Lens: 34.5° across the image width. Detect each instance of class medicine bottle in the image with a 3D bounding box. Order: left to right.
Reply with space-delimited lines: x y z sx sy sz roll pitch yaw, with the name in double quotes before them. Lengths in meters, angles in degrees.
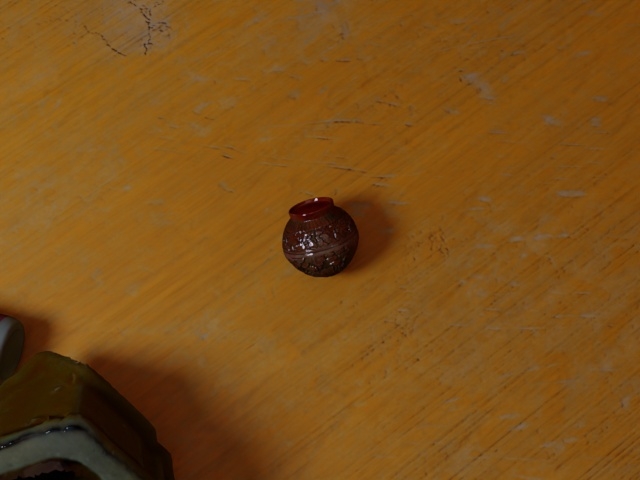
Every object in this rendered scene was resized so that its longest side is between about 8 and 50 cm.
"medicine bottle" -0.485 0.114 1.278 0.217 0.090 0.090 14 73 4

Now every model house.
"model house" -0.276 0.250 1.180 0.173 0.239 0.268 -37 110 5

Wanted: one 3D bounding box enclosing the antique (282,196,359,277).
"antique" 0.000 0.000 1.315 0.104 0.104 0.104 0 73 -1
